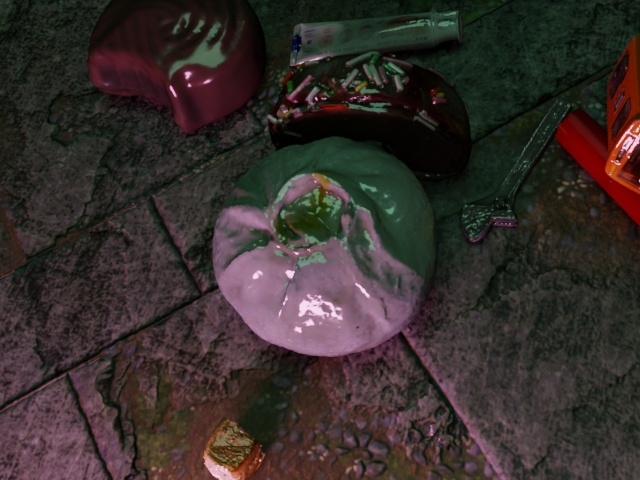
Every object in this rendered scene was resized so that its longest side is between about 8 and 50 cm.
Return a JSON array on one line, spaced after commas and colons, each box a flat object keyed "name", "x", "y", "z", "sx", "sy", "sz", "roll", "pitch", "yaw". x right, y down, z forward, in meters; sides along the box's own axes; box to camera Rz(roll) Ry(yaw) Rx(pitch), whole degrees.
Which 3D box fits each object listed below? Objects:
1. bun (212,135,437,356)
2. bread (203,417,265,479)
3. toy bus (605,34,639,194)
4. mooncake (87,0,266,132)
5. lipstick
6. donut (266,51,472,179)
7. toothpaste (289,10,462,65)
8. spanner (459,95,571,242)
[{"name": "bun", "x": 0.000, "y": 0.000, "z": 1.353, "sx": 0.362, "sy": 0.211, "sz": 0.362, "roll": -4, "pitch": 75, "yaw": 16}, {"name": "bread", "x": -0.130, "y": 0.311, "z": 1.296, "sx": 0.076, "sy": 0.083, "sz": 0.070, "roll": 29, "pitch": 61, "yaw": 22}, {"name": "toy bus", "x": 0.515, "y": -0.170, "z": 1.342, "sx": 0.153, "sy": 0.143, "sz": 0.329, "roll": 18, "pitch": 46, "yaw": -1}, {"name": "mooncake", "x": -0.278, "y": -0.366, "z": 1.673, "sx": 0.334, "sy": 0.174, "sz": 0.326, "roll": -26, "pitch": 61, "yaw": -5}, {"name": "lipstick", "x": 0.483, "y": -0.096, "z": 1.409, "sx": 0.073, "sy": 0.073, "sz": 0.280, "roll": -32, "pitch": 60, "yaw": -7}, {"name": "donut", "x": 0.072, "y": -0.208, "z": 1.452, "sx": 0.345, "sy": 0.259, "sz": 0.136, "roll": 2, "pitch": 67, "yaw": 14}, {"name": "toothpaste", "x": 0.100, "y": -0.383, "z": 1.665, "sx": 0.323, "sy": 0.066, "sz": 0.100, "roll": -2, "pitch": 65, "yaw": 16}, {"name": "spanner", "x": 0.333, "y": -0.120, "z": 1.483, "sx": 0.093, "sy": 0.026, "sz": 0.325, "roll": 26, "pitch": 67, "yaw": 25}]
